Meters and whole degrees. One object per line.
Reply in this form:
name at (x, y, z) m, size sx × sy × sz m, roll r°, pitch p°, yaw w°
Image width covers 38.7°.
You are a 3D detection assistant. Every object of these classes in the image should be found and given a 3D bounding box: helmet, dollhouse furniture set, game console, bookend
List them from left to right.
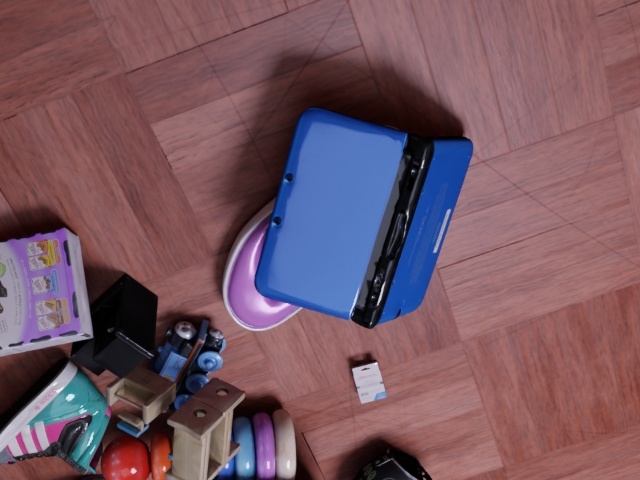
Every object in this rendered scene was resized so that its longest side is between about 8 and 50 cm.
bookend at (-0.337, 0.160, 1.441) m, size 0.157 × 0.156 × 0.072 m, roll -41°, pitch 118°, yaw 18°
dollhouse furniture set at (-0.234, 0.289, 1.479) m, size 0.184 × 0.129 × 0.129 m, roll 22°, pitch 123°, yaw 21°
game console at (0.069, -0.038, 1.355) m, size 0.173 × 0.250 × 0.293 m, roll 26°, pitch 109°, yaw 27°
helmet at (0.132, 0.487, 1.693) m, size 0.169 × 0.169 × 0.161 m, roll 33°, pitch 96°, yaw -23°

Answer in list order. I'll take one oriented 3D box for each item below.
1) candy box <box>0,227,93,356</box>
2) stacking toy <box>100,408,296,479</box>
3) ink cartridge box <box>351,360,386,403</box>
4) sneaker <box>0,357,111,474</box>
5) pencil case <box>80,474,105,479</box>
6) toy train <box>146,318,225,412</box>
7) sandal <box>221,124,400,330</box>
candy box at (-0.458, 0.084, 1.379) m, size 0.196 × 0.070 × 0.165 m, roll -11°, pitch 78°, yaw 0°
stacking toy at (-0.213, 0.371, 1.584) m, size 0.330 × 0.141 × 0.141 m, roll -1°, pitch 121°, yaw -9°
ink cartridge box at (0.085, 0.245, 1.617) m, size 0.048 × 0.028 × 0.083 m, roll -14°, pitch 122°, yaw 2°
sneaker at (-0.465, 0.350, 1.566) m, size 0.295 × 0.124 × 0.178 m, roll -42°, pitch 107°, yaw 16°
pencil case at (-0.393, 0.585, 1.710) m, size 0.133 × 0.119 × 0.306 m, roll 7°, pitch 123°, yaw 17°
toy train at (-0.232, 0.212, 1.533) m, size 0.105 × 0.080 × 0.184 m, roll 24°, pitch 116°, yaw -13°
sandal at (-0.013, -0.007, 1.408) m, size 0.169 × 0.102 × 0.416 m, roll 31°, pitch 111°, yaw -22°
